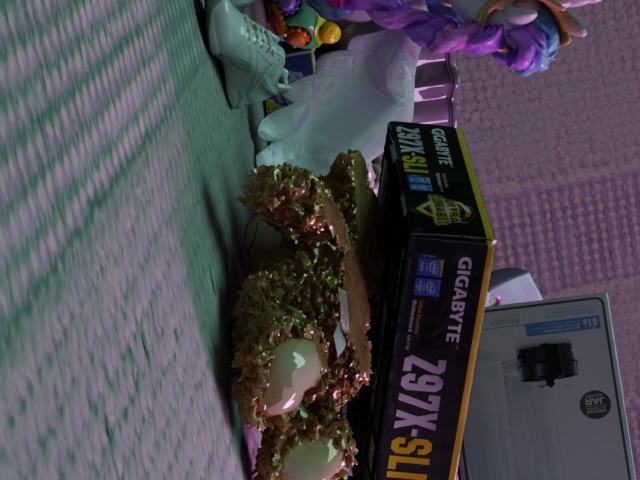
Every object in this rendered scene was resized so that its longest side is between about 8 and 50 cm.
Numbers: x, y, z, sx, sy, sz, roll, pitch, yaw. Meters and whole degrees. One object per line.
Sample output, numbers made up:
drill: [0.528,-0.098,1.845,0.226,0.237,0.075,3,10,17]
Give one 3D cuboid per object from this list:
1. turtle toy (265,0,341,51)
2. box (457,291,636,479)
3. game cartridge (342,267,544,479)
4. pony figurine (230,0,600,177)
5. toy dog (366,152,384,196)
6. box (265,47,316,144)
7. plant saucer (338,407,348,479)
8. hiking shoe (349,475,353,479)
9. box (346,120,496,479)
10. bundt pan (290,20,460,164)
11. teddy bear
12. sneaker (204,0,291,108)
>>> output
turtle toy: [-0.030,-0.273,2.138,0.095,0.066,0.130,-147,-141,-65]
box: [0.212,0.206,1.777,0.087,0.169,0.290,77,7,-75]
game cartridge: [0.158,0.174,2.151,0.062,0.297,0.198,6,-49,58]
pony figurine: [0.050,-0.253,1.816,0.302,0.351,0.363,79,-15,-45]
toy dog: [0.041,0.012,2.136,0.334,0.161,0.220,36,45,-60]
box: [-0.023,-0.116,1.951,0.054,0.059,0.169,73,9,-57]
plant saucer: [-0.010,0.139,1.731,0.198,0.036,0.198,-11,90,-85]
hiking shoe: [0.066,0.296,1.699,0.304,0.132,0.113,-90,168,-63]
box: [0.083,0.088,1.673,0.257,0.079,0.322,-92,-171,-66]
bundt pan: [0.051,-0.223,2.262,0.331,0.124,0.330,170,-90,-74]
teddy bear: [-0.024,0.063,1.489,0.245,0.113,0.338,65,22,-48]
sneaker: [-0.065,-0.174,1.639,0.152,0.061,0.053,68,15,-59]
